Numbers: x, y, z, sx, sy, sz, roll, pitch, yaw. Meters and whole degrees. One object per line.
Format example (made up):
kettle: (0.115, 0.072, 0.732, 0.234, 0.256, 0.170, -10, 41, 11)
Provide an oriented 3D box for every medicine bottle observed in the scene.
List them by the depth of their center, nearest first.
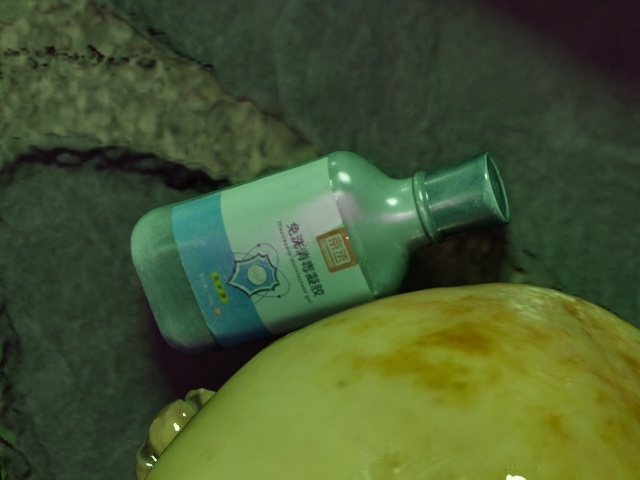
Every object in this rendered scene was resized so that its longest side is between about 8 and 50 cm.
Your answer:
medicine bottle: (0.000, 0.000, 0.895, 0.208, 0.054, 0.090, -17, 103, 17)

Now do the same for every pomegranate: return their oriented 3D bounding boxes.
pomegranate: (0.058, 0.205, 0.780, 0.411, 0.411, 0.411, 4, 108, 12)
